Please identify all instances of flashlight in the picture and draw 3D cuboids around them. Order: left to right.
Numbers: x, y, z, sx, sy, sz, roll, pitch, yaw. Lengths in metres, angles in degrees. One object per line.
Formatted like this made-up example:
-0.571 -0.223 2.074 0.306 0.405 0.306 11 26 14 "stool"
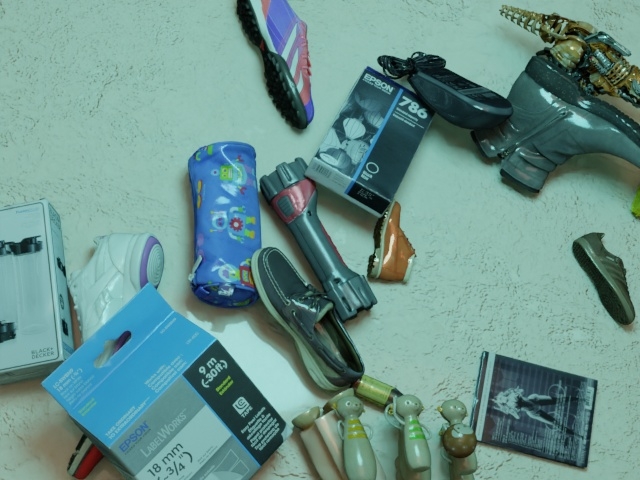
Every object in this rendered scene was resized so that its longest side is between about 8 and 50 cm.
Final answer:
0.000 0.000 1.837 0.103 0.103 0.304 -29 81 -12 "flashlight"

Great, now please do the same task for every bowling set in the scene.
0.187 0.309 1.654 0.287 0.200 0.154 14 52 -34 "bowling set"

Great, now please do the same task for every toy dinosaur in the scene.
0.502 -0.365 1.982 0.164 0.218 0.322 -30 77 -17 "toy dinosaur"

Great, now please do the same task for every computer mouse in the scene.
0.246 -0.275 1.924 0.188 0.072 0.272 -10 38 -45 "computer mouse"

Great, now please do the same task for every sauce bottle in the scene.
0.115 0.274 1.778 0.128 0.042 0.042 25 68 -2 "sauce bottle"

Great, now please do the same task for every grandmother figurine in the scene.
0.072 0.432 1.683 0.208 0.104 0.342 -28 74 -9 "grandmother figurine"

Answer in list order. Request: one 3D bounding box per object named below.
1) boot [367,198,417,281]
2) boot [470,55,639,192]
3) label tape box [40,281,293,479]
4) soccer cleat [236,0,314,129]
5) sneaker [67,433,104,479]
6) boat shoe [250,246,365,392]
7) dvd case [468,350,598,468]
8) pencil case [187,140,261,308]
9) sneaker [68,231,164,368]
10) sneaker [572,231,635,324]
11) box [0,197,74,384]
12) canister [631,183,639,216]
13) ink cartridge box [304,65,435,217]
0.141 0.001 1.878 0.085 0.059 0.158 12 77 -8 "boot"
0.473 -0.174 1.927 0.338 0.118 0.222 40 111 15 "boot"
-0.237 0.270 1.606 0.240 0.106 0.333 -45 115 -21 "label tape box"
-0.060 -0.365 1.956 0.116 0.108 0.318 -16 71 -19 "soccer cleat"
-0.297 0.300 1.674 0.118 0.107 0.279 47 73 -5 "sneaker"
-0.016 0.127 1.744 0.103 0.092 0.285 -33 95 -52 "boat shoe"
0.384 0.304 1.821 0.221 0.018 0.164 15 69 -4 "dvd case"
-0.174 -0.029 1.801 0.133 0.119 0.306 9 66 -30 "pencil case"
-0.369 0.129 1.737 0.152 0.114 0.305 6 70 19 "sneaker"
0.554 0.066 1.911 0.071 0.066 0.188 -24 76 -17 "sneaker"
-0.515 0.088 1.706 0.169 0.087 0.290 -12 72 0 "box"
0.714 -0.073 1.985 0.170 0.073 0.126 27 68 0 "canister"
0.108 -0.208 1.895 0.165 0.065 0.332 28 52 -2 "ink cartridge box"
